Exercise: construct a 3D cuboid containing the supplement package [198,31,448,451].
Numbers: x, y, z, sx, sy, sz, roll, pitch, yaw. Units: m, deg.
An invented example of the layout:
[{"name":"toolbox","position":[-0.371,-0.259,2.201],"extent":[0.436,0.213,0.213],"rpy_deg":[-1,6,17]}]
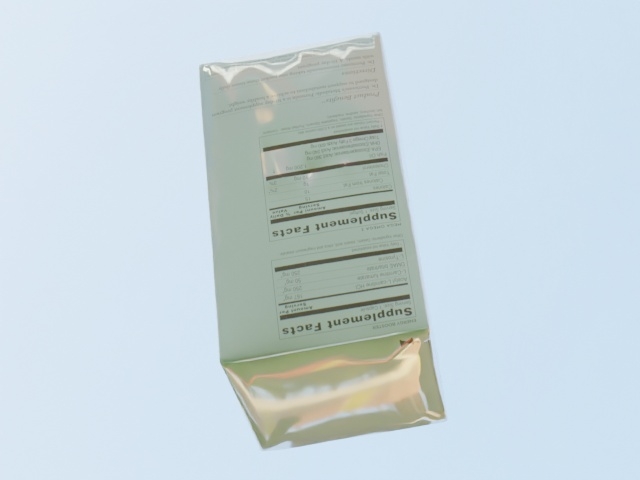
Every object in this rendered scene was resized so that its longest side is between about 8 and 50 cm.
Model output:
[{"name":"supplement package","position":[0.000,0.000,1.018],"extent":[0.134,0.244,0.139],"rpy_deg":[-10,-34,5]}]
